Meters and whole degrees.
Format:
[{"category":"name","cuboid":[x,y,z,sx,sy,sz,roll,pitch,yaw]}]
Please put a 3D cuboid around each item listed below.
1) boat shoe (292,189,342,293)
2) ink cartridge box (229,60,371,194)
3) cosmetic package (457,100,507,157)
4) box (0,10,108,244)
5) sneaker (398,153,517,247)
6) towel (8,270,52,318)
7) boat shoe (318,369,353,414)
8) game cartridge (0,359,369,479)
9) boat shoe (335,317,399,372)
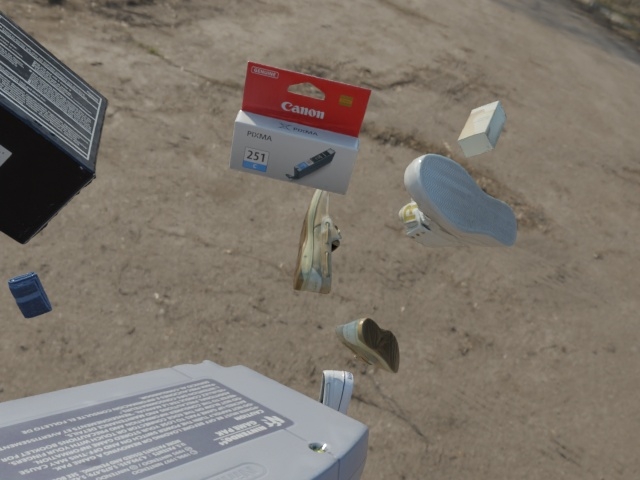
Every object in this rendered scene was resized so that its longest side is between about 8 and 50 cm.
[{"category":"boat shoe","cuboid":[0.000,0.000,1.849,0.110,0.122,0.341,13,59,-6]},{"category":"ink cartridge box","cuboid":[-0.052,-0.257,1.535,0.296,0.261,0.066,12,39,-3]},{"category":"cosmetic package","cuboid":[0.301,-0.207,1.213,0.041,0.060,0.115,55,42,-23]},{"category":"box","cuboid":[-0.507,-0.200,1.009,0.296,0.182,0.294,41,17,-31]},{"category":"sneaker","cuboid":[0.183,-0.047,1.076,0.169,0.108,0.292,-5,-22,41]},{"category":"towel","cuboid":[-0.669,0.128,1.506,0.067,0.119,0.029,-21,45,-20]},{"category":"boat shoe","cuboid":[0.008,0.435,1.592,0.084,0.258,0.095,13,5,-11]},{"category":"game cartridge","cuboid":[-0.111,0.147,0.414,0.196,0.060,0.294,10,8,40]},{"category":"boat shoe","cuboid":[0.142,0.302,1.869,0.098,0.302,0.109,-8,60,27]}]
